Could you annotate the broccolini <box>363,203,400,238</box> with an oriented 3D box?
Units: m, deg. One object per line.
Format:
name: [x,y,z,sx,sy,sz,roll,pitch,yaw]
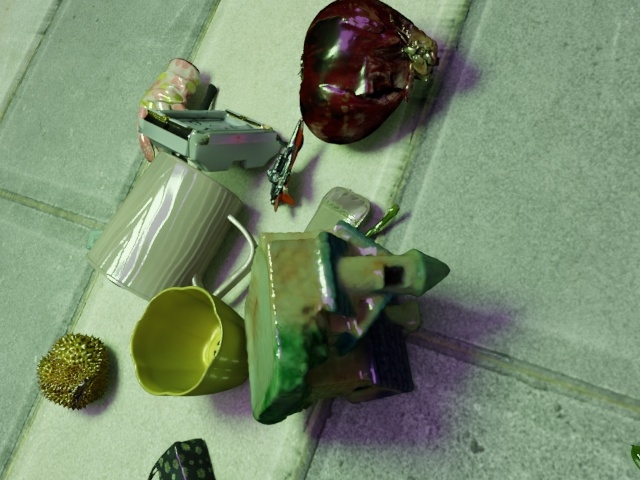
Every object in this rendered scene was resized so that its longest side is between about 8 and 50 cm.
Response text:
broccolini: [0.074,0.008,1.005,0.194,0.054,0.052,-56,29,4]

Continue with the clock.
clock: [-0.223,-0.213,1.136,0.186,0.253,0.083,28,117,31]

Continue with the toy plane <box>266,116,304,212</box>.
toy plane: [-0.070,-0.154,1.090,0.061,0.130,0.189,7,104,-12]

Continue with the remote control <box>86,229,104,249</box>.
remote control: [-0.510,-0.002,1.310,0.124,0.018,0.053,-2,70,25]

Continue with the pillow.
pillow: [0.000,0.000,1.047,0.233,0.038,0.130,-54,45,0]

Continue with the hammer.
hammer: [-0.284,-0.260,1.268,0.029,0.103,0.246,2,60,26]

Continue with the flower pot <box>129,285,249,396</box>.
flower pot: [-0.215,0.196,1.001,0.195,0.179,0.195,-9,67,21]

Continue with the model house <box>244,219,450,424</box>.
model house: [0.040,0.130,0.841,0.280,0.312,0.245,-1,62,-14]

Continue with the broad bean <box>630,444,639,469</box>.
broad bean: [0.489,0.330,0.689,0.195,0.046,0.061,20,70,25]

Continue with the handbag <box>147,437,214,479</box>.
handbag: [-0.273,0.443,1.004,0.139,0.072,0.115,-33,64,16]

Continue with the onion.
onion: [0.062,-0.313,1.027,0.280,0.221,0.281,-4,80,22]

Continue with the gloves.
gloves: [-0.369,-0.303,1.295,0.145,0.126,0.241,13,70,24]

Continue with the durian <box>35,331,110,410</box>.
durian: [-0.515,0.272,1.151,0.168,0.137,0.158,18,101,38]

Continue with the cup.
cup: [-0.287,-0.005,1.089,0.288,0.208,0.273,27,84,40]
